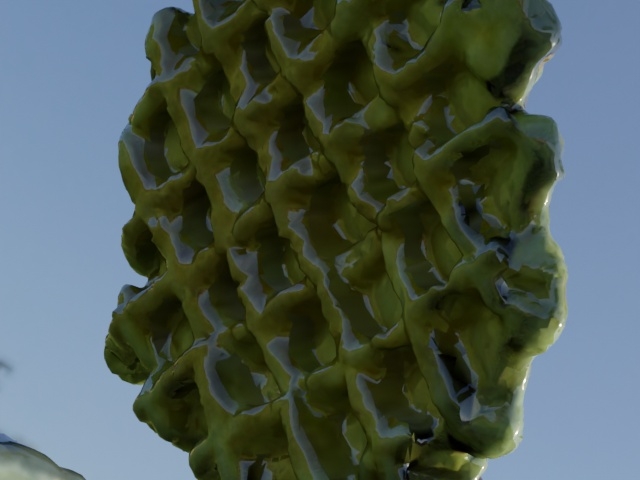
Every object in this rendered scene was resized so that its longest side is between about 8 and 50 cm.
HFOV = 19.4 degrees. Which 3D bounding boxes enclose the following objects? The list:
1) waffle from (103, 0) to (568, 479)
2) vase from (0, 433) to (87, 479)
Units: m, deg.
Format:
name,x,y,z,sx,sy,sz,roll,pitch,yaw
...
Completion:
name,x,y,z,sx,sy,sz,roll,pitch,yaw
waffle,0.002,0.001,0.656,0.054,0.204,0.223,4,10,-43
vase,0.017,0.169,0.218,0.291,0.245,0.245,13,-25,33
